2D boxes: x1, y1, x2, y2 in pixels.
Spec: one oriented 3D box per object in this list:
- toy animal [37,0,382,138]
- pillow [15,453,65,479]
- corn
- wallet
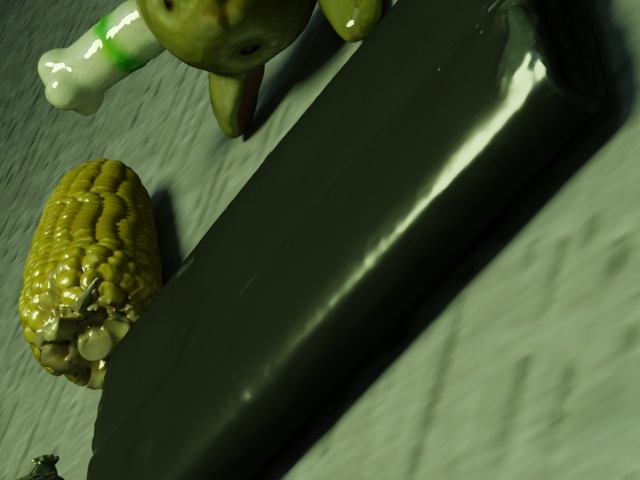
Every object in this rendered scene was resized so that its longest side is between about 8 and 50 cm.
[{"bbox_3d":[-0.047,-0.198,1.241,0.363,0.181,0.180,-54,10,11],"label":"toy animal"},{"bbox_3d":[-0.181,0.247,0.958,0.169,0.059,0.255,35,-112,-80],"label":"pillow"},{"bbox_3d":[-0.174,0.013,1.339,0.106,0.106,0.305,-54,19,16],"label":"corn"},{"bbox_3d":[-0.001,-0.001,0.974,0.406,0.062,0.228,-50,21,28],"label":"wallet"}]
